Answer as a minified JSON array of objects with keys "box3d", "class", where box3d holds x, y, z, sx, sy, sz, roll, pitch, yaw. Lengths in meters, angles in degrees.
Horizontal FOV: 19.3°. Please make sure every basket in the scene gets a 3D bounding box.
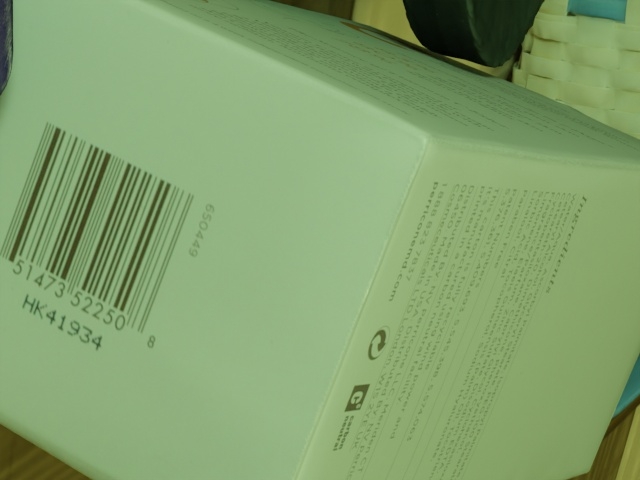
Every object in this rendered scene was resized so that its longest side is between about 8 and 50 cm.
[{"box3d":[0.228,-0.052,1.216,0.255,0.201,0.289,-31,130,-51],"class":"basket"}]

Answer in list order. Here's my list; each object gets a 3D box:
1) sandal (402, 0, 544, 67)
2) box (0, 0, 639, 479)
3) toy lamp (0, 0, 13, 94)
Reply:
[{"box3d":[0.172,-0.274,0.966,0.445,0.107,0.167,-66,155,-20],"class":"sandal"},{"box3d":[0.000,0.000,0.812,0.345,0.215,0.168,0,113,-62],"class":"box"},{"box3d":[-0.149,-0.140,0.558,0.080,0.080,0.274,-49,150,-29],"class":"toy lamp"}]
